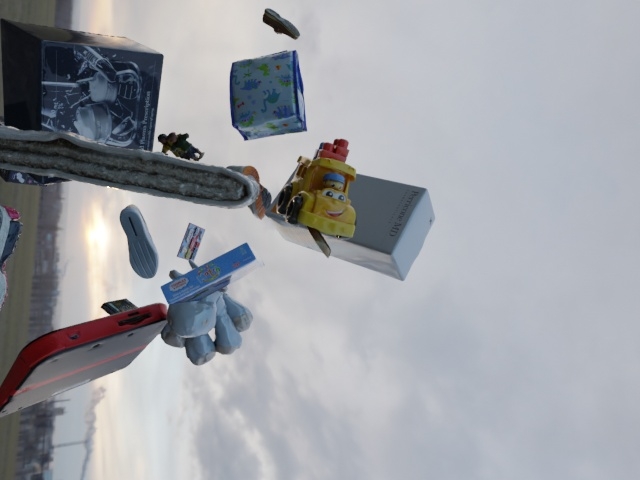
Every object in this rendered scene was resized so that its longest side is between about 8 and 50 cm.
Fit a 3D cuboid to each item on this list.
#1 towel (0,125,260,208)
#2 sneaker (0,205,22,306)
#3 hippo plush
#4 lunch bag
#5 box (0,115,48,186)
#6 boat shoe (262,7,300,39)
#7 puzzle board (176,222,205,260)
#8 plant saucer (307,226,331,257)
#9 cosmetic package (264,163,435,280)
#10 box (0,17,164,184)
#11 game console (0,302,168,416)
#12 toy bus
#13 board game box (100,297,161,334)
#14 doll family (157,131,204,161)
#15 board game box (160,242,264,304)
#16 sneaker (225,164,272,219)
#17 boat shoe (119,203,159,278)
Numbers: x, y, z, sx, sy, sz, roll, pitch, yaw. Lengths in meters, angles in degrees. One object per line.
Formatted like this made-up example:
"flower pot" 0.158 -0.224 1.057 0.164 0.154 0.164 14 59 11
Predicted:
"towel" -0.211 -0.083 0.498 0.187 0.283 0.048 -123 -136 -81
"sneaker" -0.755 0.061 0.929 0.121 0.112 0.298 1 -101 20
"hippo plush" -0.289 0.173 1.149 0.236 0.235 0.293 120 -15 -63
"lunch bag" -0.097 -0.272 0.799 0.096 0.129 0.151 50 32 -79
"box" -1.066 -0.316 1.526 0.247 0.142 0.163 33 -74 27
"boat shoe" -0.165 -0.893 1.806 0.060 0.178 0.064 -52 -177 43
"puzzle board" -0.460 0.008 1.548 0.011 0.096 0.128 15 -98 21
"plant saucer" 0.000 0.000 0.915 0.015 0.083 0.083 -33 -132 4
"cosmetic package" 0.082 -0.072 1.305 0.454 0.161 0.230 18 -113 33
"box" -0.608 -0.349 1.122 0.179 0.313 0.342 32 -60 24
"game console" -0.617 0.305 1.147 0.342 0.387 0.060 -42 -106 28
"toy bus" 0.013 -0.124 0.953 0.211 0.150 0.220 -69 -160 10
"board game box" -0.636 0.265 1.472 0.186 0.126 0.026 34 -85 9
"doll family" -0.383 -0.209 1.082 0.193 0.111 0.076 -41 -147 21
"board game box" -0.190 0.065 0.812 0.039 0.160 0.211 62 -6 5
"sneaker" -0.266 -0.181 1.571 0.121 0.099 0.262 18 -32 25
"boat shoe" -0.685 0.003 1.659 0.094 0.109 0.301 -108 -167 -63
